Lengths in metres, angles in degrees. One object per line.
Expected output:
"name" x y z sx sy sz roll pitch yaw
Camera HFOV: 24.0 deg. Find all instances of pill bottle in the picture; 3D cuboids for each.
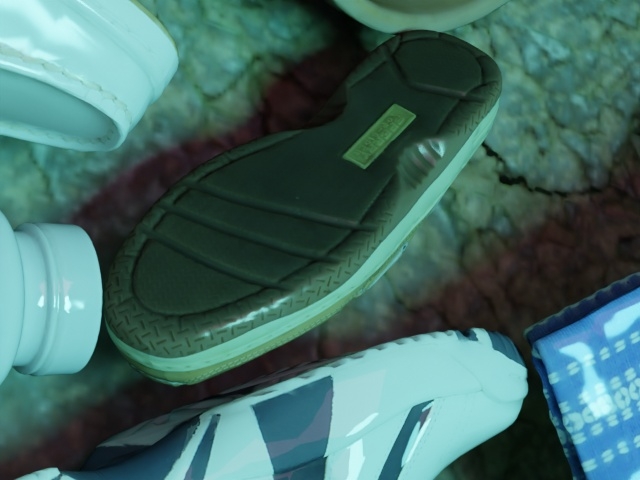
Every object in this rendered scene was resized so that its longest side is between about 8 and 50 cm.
"pill bottle" -0.127 0.017 0.443 0.116 0.065 0.065 2 76 -32

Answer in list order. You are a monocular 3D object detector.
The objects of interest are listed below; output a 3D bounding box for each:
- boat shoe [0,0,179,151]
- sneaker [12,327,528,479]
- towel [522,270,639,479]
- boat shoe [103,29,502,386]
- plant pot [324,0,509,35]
"boat shoe" -0.178 -0.060 0.417 0.277 0.098 0.096 16 69 -18
"sneaker" -0.018 0.125 0.467 0.235 0.094 0.153 -18 89 -34
"towel" 0.236 0.138 0.529 0.243 0.040 0.336 -23 96 -7
"boat shoe" 0.000 0.000 0.524 0.068 0.072 0.190 35 50 22
"plant pot" 0.040 -0.204 0.549 0.237 0.237 0.110 -30 55 -34
